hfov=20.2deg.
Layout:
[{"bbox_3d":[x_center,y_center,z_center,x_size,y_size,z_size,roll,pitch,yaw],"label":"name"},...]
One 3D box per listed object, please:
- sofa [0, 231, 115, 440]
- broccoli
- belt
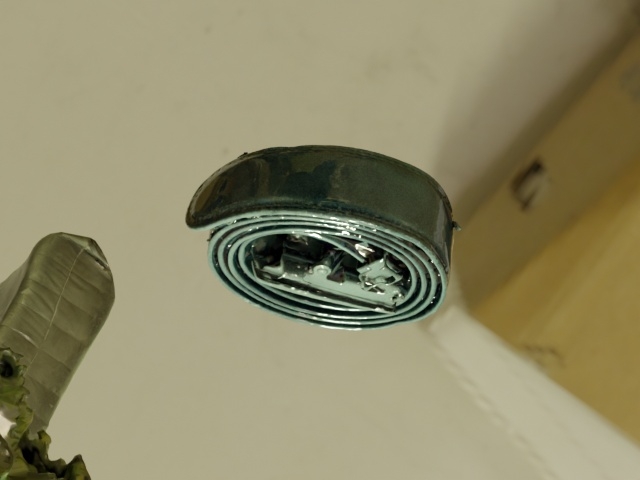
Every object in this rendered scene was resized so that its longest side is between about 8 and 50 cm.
[{"bbox_3d":[-0.300,0.091,1.425,0.176,0.225,0.210,35,147,-13],"label":"sofa"},{"bbox_3d":[-0.129,0.087,0.697,0.095,0.097,0.092,31,153,-5],"label":"broccoli"},{"bbox_3d":[0.000,0.000,1.758,0.268,0.116,0.206,10,146,-1],"label":"belt"}]
